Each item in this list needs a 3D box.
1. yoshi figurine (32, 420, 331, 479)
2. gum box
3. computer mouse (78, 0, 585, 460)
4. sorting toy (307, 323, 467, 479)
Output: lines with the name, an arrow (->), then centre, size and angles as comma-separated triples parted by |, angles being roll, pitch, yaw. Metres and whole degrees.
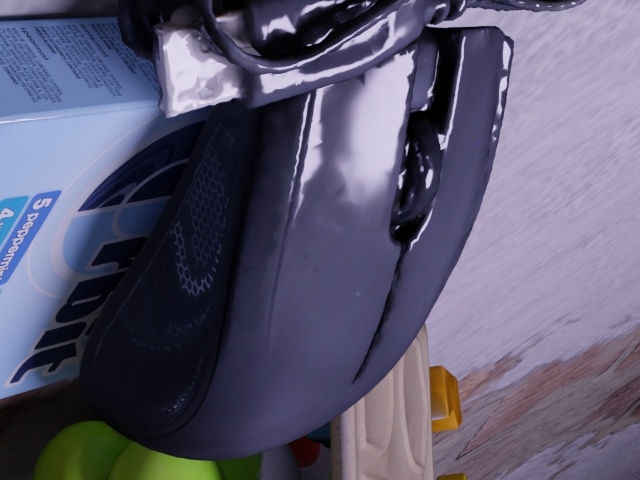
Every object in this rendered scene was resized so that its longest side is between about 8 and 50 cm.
yoshi figurine -> -0.057, 0.188, 0.768 | 0.203, 0.203, 0.362 | -32, 159, 7
gum box -> -0.077, -0.009, 0.489 | 0.184, 0.041, 0.157 | -13, 149, -48
computer mouse -> 0.000, 0.000, 0.469 | 0.188, 0.072, 0.272 | -24, 155, -37
sorting toy -> 0.038, 0.128, 0.763 | 0.041, 0.229, 0.307 | -9, 165, 12
